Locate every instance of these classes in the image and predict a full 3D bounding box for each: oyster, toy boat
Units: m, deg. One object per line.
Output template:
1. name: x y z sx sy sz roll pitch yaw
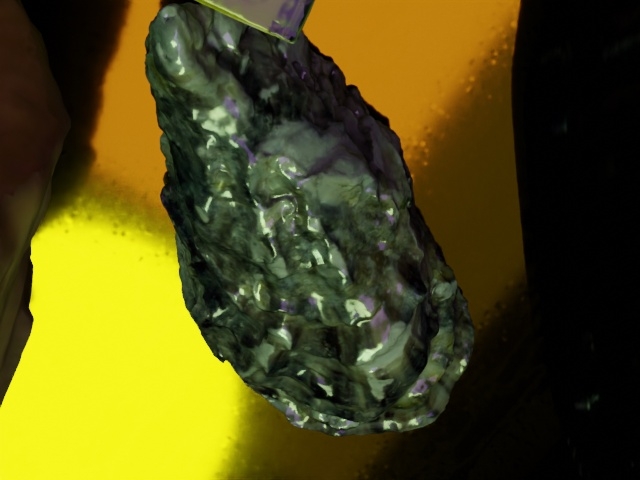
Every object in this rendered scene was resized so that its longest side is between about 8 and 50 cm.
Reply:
1. oyster: 0.000 -0.002 0.617 0.199 0.087 0.252 7 121 -7
2. toy boat: 0.192 0.000 0.617 0.092 0.134 0.299 -21 113 -34

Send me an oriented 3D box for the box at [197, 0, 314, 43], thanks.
1. box: -0.131 -0.172 0.495 0.279 0.153 0.041 25 106 -12

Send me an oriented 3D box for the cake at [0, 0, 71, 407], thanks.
1. cake: -0.283 0.024 0.502 0.332 0.332 0.321 15 138 -10
